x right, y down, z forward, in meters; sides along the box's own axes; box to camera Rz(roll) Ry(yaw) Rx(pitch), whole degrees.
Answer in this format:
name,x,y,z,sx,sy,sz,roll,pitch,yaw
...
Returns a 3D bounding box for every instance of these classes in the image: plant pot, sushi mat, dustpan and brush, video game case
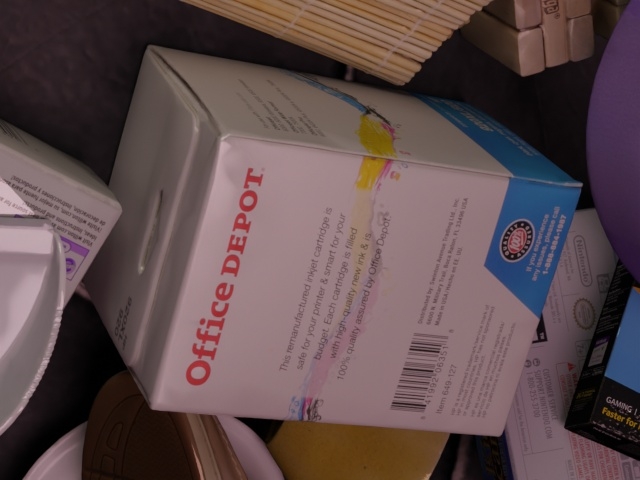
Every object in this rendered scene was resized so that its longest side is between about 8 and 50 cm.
name,x,y,z,sx,sy,sz,roll,pitch,yaw
plant pot,0.020,0.127,1.194,0.095,0.134,0.134,28,102,-6
sushi mat,-0.043,-0.176,1.024,0.317,0.019,0.151,18,142,-25
dustpan and brush,-0.218,0.095,0.991,0.147,0.060,0.211,2,109,-25
video game case,0.224,0.109,1.218,0.244,0.061,0.269,-7,82,-18

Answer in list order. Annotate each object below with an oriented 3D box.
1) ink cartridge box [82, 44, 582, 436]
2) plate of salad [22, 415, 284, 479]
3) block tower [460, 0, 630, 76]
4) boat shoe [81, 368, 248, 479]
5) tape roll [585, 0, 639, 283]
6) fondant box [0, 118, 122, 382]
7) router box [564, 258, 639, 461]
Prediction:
name,x,y,z,sx,sy,sz,roll,pitch,yaw
ink cartridge box,0.000,0.000,1.090,0.233,0.168,0.171,8,110,-25
plate of salad,-0.117,0.195,1.203,0.200,0.048,0.199,-7,110,-19
block tower,0.256,-0.198,1.147,0.335,0.097,0.091,-17,119,-15
boat shoe,-0.067,0.206,1.153,0.098,0.109,0.302,-37,119,-47
tape roll,0.304,-0.065,1.095,0.275,0.090,0.274,-5,106,-19
fondant box,-0.303,0.056,1.029,0.238,0.096,0.330,29,96,-30
router box,0.261,0.094,1.176,0.179,0.046,0.133,24,73,-13
